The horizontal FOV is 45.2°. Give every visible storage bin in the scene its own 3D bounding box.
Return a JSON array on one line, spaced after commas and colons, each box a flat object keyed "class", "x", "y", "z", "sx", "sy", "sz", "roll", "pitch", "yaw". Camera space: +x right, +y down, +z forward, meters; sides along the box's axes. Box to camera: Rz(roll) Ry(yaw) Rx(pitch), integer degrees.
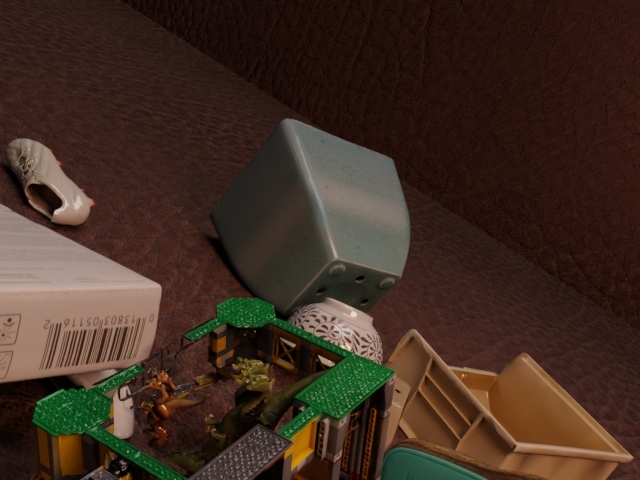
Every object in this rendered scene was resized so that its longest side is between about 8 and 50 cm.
[{"class": "storage bin", "x": 0.253, "y": 0.257, "z": 1.108, "sx": 0.262, "sy": 0.123, "sz": 0.260, "roll": 15, "pitch": 22, "yaw": -37}]

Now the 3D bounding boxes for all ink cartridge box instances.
[{"class": "ink cartridge box", "x": -0.388, "y": 0.022, "z": 0.705, "sx": 0.385, "sy": 0.091, "sz": 0.308, "roll": 19, "pitch": 9, "yaw": 33}]

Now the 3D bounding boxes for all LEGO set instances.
[{"class": "LEGO set", "x": -0.086, "y": 0.211, "z": 0.695, "sx": 0.255, "sy": 0.192, "sz": 0.331, "roll": 16, "pitch": 26, "yaw": 22}]

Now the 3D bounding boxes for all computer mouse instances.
[{"class": "computer mouse", "x": -0.248, "y": 0.129, "z": 0.798, "sx": 0.193, "sy": 0.042, "sz": 0.106, "roll": 40, "pitch": 9, "yaw": 28}]

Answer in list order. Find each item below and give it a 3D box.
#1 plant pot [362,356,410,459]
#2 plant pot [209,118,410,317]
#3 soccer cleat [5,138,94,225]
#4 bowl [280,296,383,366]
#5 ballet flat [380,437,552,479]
[{"class": "plant pot", "x": 0.054, "y": 0.212, "z": 0.965, "sx": 0.109, "sy": 0.096, "sz": 0.109, "roll": 31, "pitch": 17, "yaw": 7}, {"class": "plant pot", "x": 0.000, "y": 0.000, "z": 1.265, "sx": 0.248, "sy": 0.247, "sz": 0.252, "roll": 16, "pitch": 39, "yaw": -36}, {"class": "soccer cleat", "x": -0.416, "y": -0.091, "z": 1.136, "sx": 0.196, "sy": 0.068, "sz": 0.076, "roll": 40, "pitch": 23, "yaw": 23}, {"class": "bowl", "x": 0.025, "y": 0.131, "z": 1.093, "sx": 0.170, "sy": 0.080, "sz": 0.170, "roll": 23, "pitch": -1, "yaw": 0}, {"class": "ballet flat", "x": 0.222, "y": 0.308, "z": 0.834, "sx": 0.343, "sy": 0.116, "sz": 0.124, "roll": 11, "pitch": -7, "yaw": 41}]
